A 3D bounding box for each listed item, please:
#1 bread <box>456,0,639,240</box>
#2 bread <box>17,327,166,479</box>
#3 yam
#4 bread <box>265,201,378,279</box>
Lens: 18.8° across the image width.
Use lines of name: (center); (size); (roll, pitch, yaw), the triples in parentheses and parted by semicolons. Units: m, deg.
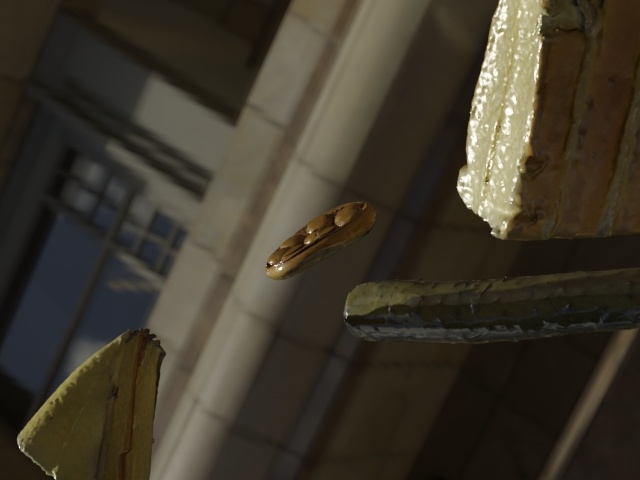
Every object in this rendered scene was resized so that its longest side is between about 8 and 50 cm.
bread: (0.242, -0.124, 1.533); (0.239, 0.246, 0.111); (-4, -148, -26)
bread: (-0.214, 0.200, 2.167); (0.135, 0.178, 0.240); (41, -178, 10)
yam: (0.194, 0.073, 2.097); (0.371, 0.083, 0.083); (-4, 175, 36)
bread: (0.000, 0.000, 1.637); (0.024, 0.110, 0.110); (57, -169, -9)
